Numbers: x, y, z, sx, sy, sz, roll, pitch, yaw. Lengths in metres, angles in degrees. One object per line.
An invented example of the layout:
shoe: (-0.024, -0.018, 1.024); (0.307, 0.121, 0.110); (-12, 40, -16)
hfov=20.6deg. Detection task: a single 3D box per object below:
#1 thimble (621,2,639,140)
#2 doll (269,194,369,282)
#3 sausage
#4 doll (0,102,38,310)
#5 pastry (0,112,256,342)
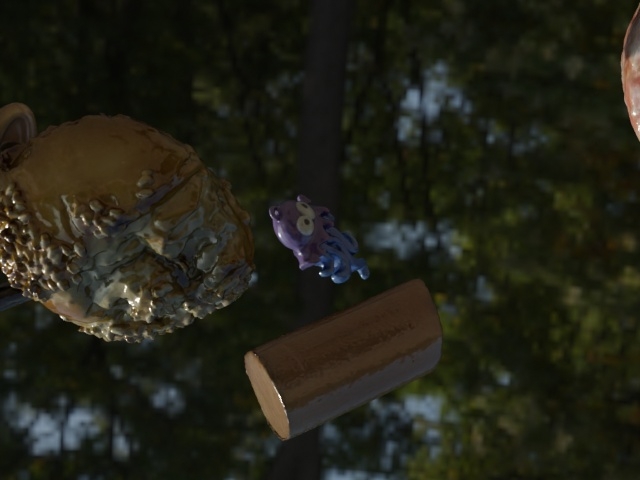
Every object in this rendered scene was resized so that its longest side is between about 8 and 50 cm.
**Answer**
thimble: (0.418, -0.169, 1.766); (0.239, 0.239, 0.162); (5, -164, 4)
doll: (0.000, 0.000, 2.370); (0.067, 0.110, 0.206); (-27, 141, 30)
sausage: (0.038, 0.146, 2.188); (0.253, 0.123, 0.123); (-23, -151, -21)
doll: (-0.409, 0.005, 1.937); (0.209, 0.318, 0.339); (47, -134, 5)
pastry: (-0.199, 0.005, 1.807); (0.255, 0.311, 0.162); (-19, -127, 23)
